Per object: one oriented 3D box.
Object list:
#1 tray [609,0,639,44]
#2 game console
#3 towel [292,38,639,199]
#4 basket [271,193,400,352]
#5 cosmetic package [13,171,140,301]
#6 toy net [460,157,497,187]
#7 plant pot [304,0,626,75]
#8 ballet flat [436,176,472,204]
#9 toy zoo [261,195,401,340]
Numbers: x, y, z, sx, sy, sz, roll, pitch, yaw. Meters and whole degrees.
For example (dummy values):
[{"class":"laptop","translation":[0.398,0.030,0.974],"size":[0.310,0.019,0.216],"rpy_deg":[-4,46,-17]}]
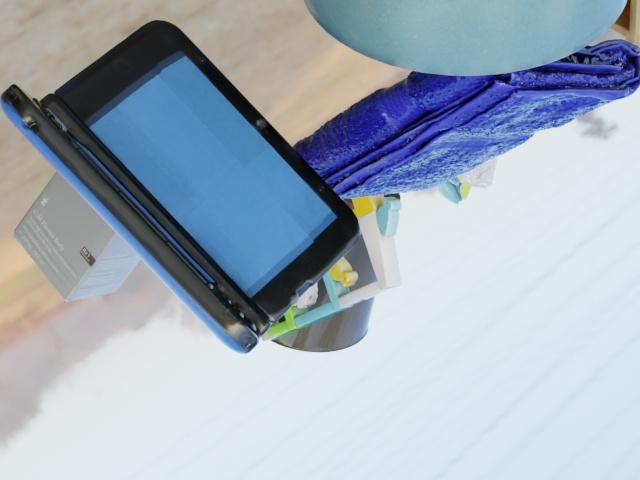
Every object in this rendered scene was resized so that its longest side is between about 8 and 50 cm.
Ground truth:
[{"class":"tray","translation":[0.326,-0.449,1.686],"size":[0.076,0.411,0.203],"rpy_deg":[-22,-142,-21]},{"class":"game console","translation":[-0.108,-0.062,1.322],"size":[0.173,0.293,0.250],"rpy_deg":[-44,180,-3]},{"class":"towel","translation":[0.141,-0.112,1.471],"size":[0.228,0.076,0.308],"rpy_deg":[0,163,-40]},{"class":"basket","translation":[0.018,0.018,2.096],"size":[0.204,0.154,0.227],"rpy_deg":[-13,132,-48]},{"class":"cosmetic package","translation":[-0.256,-0.051,1.845],"size":[0.107,0.127,0.238],"rpy_deg":[-13,146,-54]},{"class":"toy net","translation":[0.215,-0.187,2.161],"size":[0.122,0.232,0.045],"rpy_deg":[-16,-156,19]},{"class":"plant pot","translation":[0.123,-0.303,1.265],"size":[0.290,0.290,0.195],"rpy_deg":[-34,142,-28]},{"class":"ballet flat","translation":[0.210,-0.120,2.355],"size":[0.077,0.077,0.231],"rpy_deg":[-50,165,-3]},{"class":"toy zoo","translation":[0.000,0.000,1.959],"size":[0.030,0.192,0.293],"rpy_deg":[-6,165,-45]}]
